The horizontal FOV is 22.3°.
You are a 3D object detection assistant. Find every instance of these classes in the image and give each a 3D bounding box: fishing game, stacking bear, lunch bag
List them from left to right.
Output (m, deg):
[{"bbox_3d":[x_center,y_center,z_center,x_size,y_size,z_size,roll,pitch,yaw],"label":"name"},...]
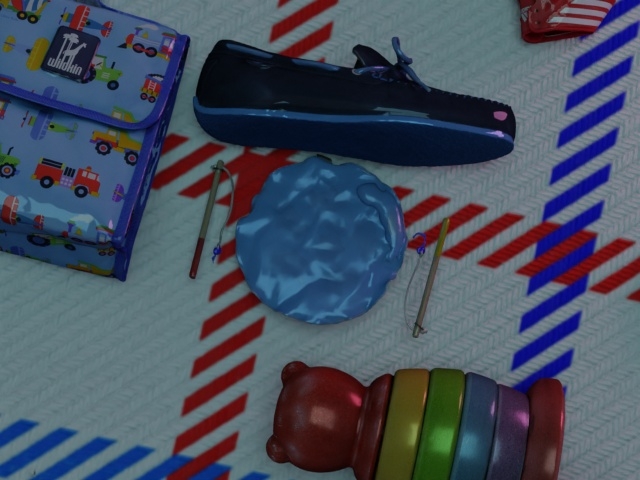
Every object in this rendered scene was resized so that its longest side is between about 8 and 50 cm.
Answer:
[{"bbox_3d":[-0.273,-0.134,1.707,0.221,0.138,0.293,14,70,-1],"label":"lunch bag"},{"bbox_3d":[0.000,0.000,1.738,0.264,0.041,0.189,11,74,3],"label":"fishing game"},{"bbox_3d":[0.093,0.201,1.664,0.289,0.164,0.175,10,82,2],"label":"stacking bear"}]

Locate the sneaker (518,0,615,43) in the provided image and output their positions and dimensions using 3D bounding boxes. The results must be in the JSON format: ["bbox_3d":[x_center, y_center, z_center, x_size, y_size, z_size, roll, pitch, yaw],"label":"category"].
[{"bbox_3d":[0.219,-0.295,1.767,0.221,0.087,0.128,25,80,1],"label":"sneaker"}]

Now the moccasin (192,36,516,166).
[{"bbox_3d":[0.040,-0.159,1.712,0.342,0.138,0.117,8,69,-3],"label":"moccasin"}]
